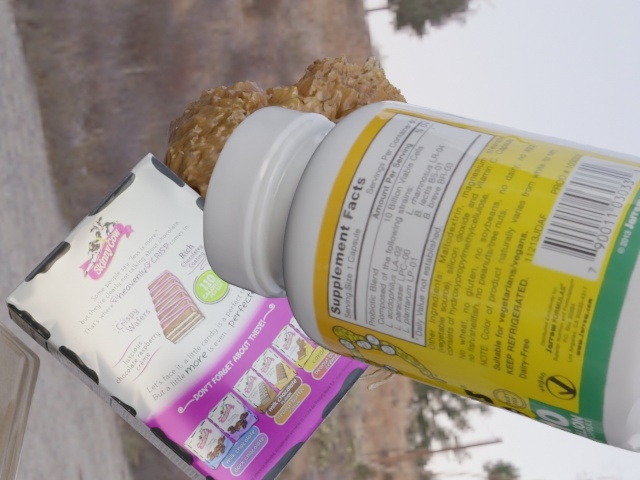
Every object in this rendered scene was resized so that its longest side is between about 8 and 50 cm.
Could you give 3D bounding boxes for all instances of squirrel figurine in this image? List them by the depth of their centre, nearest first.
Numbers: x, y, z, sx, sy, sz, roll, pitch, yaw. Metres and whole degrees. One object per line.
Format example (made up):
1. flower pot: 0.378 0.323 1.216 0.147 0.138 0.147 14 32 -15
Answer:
1. squirrel figurine: 0.000 0.000 1.331 0.281 0.370 0.397 -98 -164 -63

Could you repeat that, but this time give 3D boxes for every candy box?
1. candy box: -0.097 0.071 0.895 0.233 0.159 0.071 42 -19 1

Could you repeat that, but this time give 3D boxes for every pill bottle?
1. pill bottle: 0.058 0.005 0.511 0.117 0.208 0.118 -41 140 -48

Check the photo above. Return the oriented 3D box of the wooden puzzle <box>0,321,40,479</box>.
1. wooden puzzle: -0.292 0.076 0.825 0.221 0.044 0.239 48 9 -25
